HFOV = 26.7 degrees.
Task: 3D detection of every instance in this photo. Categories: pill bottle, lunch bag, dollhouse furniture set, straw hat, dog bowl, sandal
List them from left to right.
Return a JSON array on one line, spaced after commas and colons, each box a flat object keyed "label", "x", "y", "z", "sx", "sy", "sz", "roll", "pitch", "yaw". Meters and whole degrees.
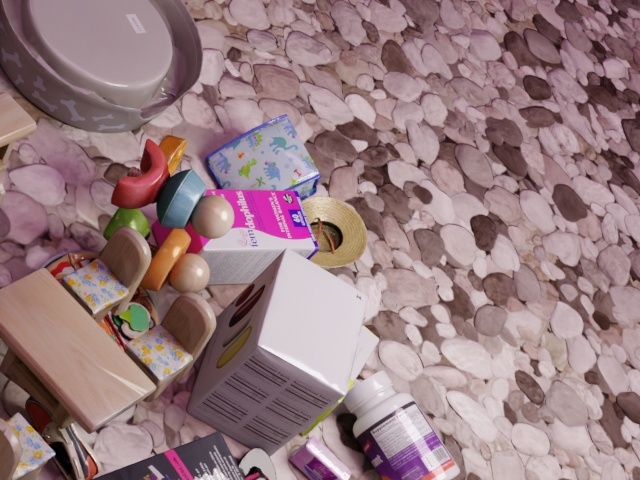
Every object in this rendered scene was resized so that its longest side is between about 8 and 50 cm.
[{"label": "dollhouse furniture set", "x": -0.365, "y": 0.053, "z": 1.685, "sx": 0.394, "sy": 0.256, "sz": 0.362, "roll": 45, "pitch": 42, "yaw": 12}, {"label": "dog bowl", "x": -0.361, "y": -0.321, "z": 2.145, "sx": 0.348, "sy": 0.102, "sz": 0.349, "roll": 22, "pitch": 47, "yaw": -26}, {"label": "sandal", "x": -0.095, "y": 0.362, "z": 1.868, "sx": 0.067, "sy": 0.040, "sz": 0.179, "roll": 33, "pitch": 43, "yaw": -14}, {"label": "lunch bag", "x": -0.095, "y": -0.112, "z": 2.205, "sx": 0.151, "sy": 0.096, "sz": 0.129, "roll": -26, "pitch": 74, "yaw": -17}, {"label": "straw hat", "x": 0.000, "y": 0.000, "z": 2.216, "sx": 0.144, "sy": 0.061, "sz": 0.144, "roll": 10, "pitch": 56, "yaw": -15}, {"label": "pill bottle", "x": 0.116, "y": 0.298, "z": 2.040, "sx": 0.108, "sy": 0.108, "sz": 0.193, "roll": -20, "pitch": 72, "yaw": -46}]

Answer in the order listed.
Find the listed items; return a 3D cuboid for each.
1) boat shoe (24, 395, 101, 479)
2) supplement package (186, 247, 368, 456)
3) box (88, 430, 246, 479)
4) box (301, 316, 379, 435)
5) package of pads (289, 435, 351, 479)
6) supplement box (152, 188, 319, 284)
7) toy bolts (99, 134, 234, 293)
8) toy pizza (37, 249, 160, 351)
[{"label": "boat shoe", "x": -0.340, "y": 0.259, "z": 1.748, "sx": 0.137, "sy": 0.049, "sz": 0.043, "roll": 52, "pitch": 44, "yaw": 0}, {"label": "supplement package", "x": -0.061, "y": 0.161, "z": 1.932, "sx": 0.149, "sy": 0.203, "sz": 0.194, "roll": 31, "pitch": 43, "yaw": -16}, {"label": "box", "x": -0.227, "y": 0.364, "z": 1.665, "sx": 0.270, "sy": 0.165, "sz": 0.143, "roll": -14, "pitch": 68, "yaw": -44}, {"label": "box", "x": 0.023, "y": 0.204, "z": 2.037, "sx": 0.042, "sy": 0.109, "sz": 0.178, "roll": 39, "pitch": 42, "yaw": -2}, {"label": "package of pads", "x": 0.000, "y": 0.327, "z": 1.965, "sx": 0.083, "sy": 0.050, "sz": 0.032, "roll": 43, "pitch": 42, "yaw": -2}, {"label": "supplement box", "x": -0.130, "y": -0.005, "z": 2.076, "sx": 0.220, "sy": 0.114, "sz": 0.111, "roll": -2, "pitch": 61, "yaw": -38}, {"label": "toy bolts", "x": -0.191, "y": -0.047, "z": 1.888, "sx": 0.158, "sy": 0.228, "sz": 0.218, "roll": 30, "pitch": 66, "yaw": 1}, {"label": "toy pizza", "x": -0.313, "y": 0.095, "z": 1.907, "sx": 0.201, "sy": 0.032, "sz": 0.201, "roll": 22, "pitch": 47, "yaw": -25}]
